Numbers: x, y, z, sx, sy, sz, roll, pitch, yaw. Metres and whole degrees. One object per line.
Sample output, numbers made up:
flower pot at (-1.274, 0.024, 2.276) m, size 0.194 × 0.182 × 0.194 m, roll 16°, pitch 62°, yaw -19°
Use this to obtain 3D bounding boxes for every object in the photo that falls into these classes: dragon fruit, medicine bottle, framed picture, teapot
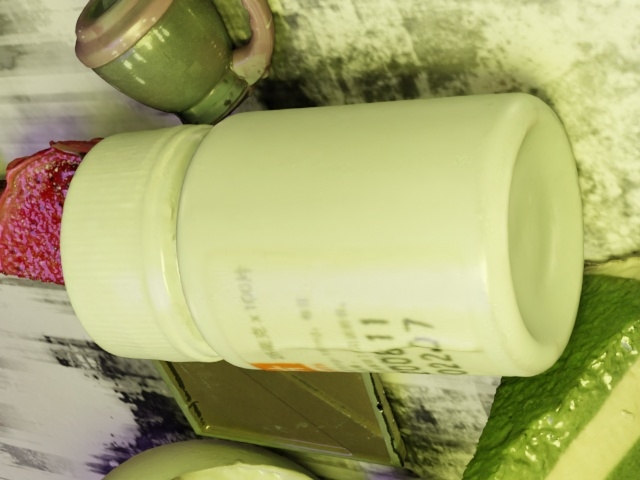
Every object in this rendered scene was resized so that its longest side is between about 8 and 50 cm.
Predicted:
dragon fruit at (-0.193, -0.043, 1.310) m, size 0.274 × 0.126 × 0.161 m, roll 6°, pitch 126°, yaw 19°
medicine bottle at (0.000, 0.000, 1.044) m, size 0.371 × 0.211 × 0.211 m, roll -2°, pitch 129°, yaw 28°
framed picture at (-0.056, 0.131, 1.336) m, size 0.247 × 0.022 × 0.335 m, roll 6°, pitch 148°, yaw 18°
teapot at (-0.113, -0.169, 1.127) m, size 0.146 × 0.148 × 0.116 m, roll 44°, pitch -177°, yaw -28°

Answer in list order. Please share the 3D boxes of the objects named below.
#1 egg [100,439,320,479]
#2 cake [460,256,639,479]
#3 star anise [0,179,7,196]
egg at (-0.151, 0.404, 1.578) m, size 0.354 × 0.354 × 0.340 m, roll 51°, pitch 161°, yaw -15°
cake at (0.224, 0.147, 1.003) m, size 0.158 × 0.283 × 0.172 m, roll 48°, pitch 136°, yaw -15°
star anise at (-0.414, -0.030, 1.513) m, size 0.196 × 0.111 × 0.212 m, roll 37°, pitch 142°, yaw -8°
